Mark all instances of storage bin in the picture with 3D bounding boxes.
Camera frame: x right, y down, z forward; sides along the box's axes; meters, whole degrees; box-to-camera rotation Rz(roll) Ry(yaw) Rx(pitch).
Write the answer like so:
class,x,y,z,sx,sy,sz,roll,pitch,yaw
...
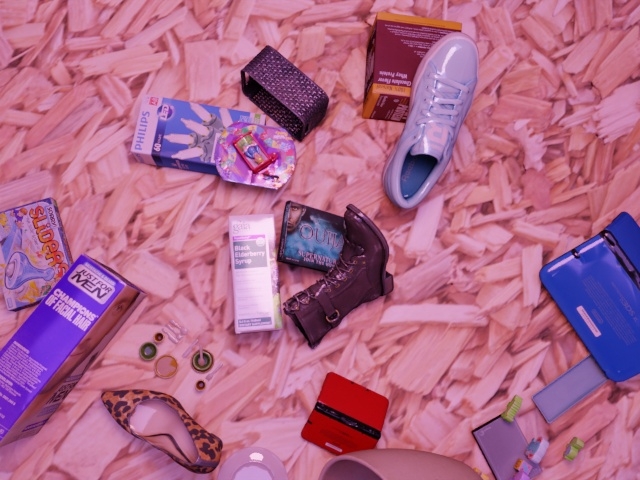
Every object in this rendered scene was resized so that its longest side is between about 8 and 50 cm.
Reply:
class,x,y,z,sx,sy,sz,roll,pitch,yaw
storage bin,-0.078,-0.317,1.192,0.180,0.122,0.084,42,78,3

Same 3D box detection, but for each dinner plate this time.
class,x,y,z,sx,sy,sz,roll,pitch,yaw
dinner plate,-0.134,0.479,1.076,0.141,0.017,0.141,1,80,-6

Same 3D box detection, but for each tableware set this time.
class,x,y,z,sx,sy,sz,roll,pitch,yaw
tableware set,-0.283,0.240,1.105,0.154,0.024,0.104,41,78,3

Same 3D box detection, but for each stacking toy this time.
class,x,y,z,sx,sy,sz,roll,pitch,yaw
stacking toy,0.413,0.450,1.097,0.167,0.052,0.221,34,76,1

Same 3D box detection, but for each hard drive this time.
class,x,y,z,sx,sy,sz,roll,pitch,yaw
hard drive,0.385,0.435,1.136,0.094,0.022,0.135,-25,82,-10

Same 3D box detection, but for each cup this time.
class,x,y,z,sx,sy,sz,roll,pitch,yaw
cup,0.178,0.513,0.977,0.237,0.331,0.330,-8,78,-35

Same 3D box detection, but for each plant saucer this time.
class,x,y,z,sx,sy,sz,roll,pitch,yaw
plant saucer,0.542,0.311,1.182,0.192,0.018,0.067,-31,83,-10

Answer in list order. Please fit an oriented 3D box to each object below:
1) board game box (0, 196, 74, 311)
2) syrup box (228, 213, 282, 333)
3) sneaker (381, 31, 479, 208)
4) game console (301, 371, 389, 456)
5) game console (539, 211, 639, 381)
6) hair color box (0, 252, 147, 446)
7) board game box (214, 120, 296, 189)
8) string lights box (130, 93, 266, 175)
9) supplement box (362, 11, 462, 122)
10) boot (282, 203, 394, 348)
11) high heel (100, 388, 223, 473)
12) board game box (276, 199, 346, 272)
class,x,y,z,sx,sy,sz,roll,pitch,yaw
board game box,-0.582,0.027,1.111,0.136,0.035,0.201,-19,81,-9
syrup box,-0.134,0.068,1.120,0.093,0.096,0.236,-4,80,-7
sneaker,0.234,-0.224,1.103,0.135,0.150,0.365,12,115,-10
game console,0.051,0.363,1.121,0.144,0.085,0.124,26,108,0
game console,0.667,0.118,1.221,0.250,0.173,0.293,-34,82,16
hair color box,-0.482,0.198,1.011,0.110,0.185,0.338,34,78,1
board game box,-0.132,-0.181,1.125,0.169,0.033,0.133,10,80,-5
string lights box,-0.255,-0.217,1.175,0.260,0.077,0.133,9,79,-4
supplement box,0.201,-0.379,1.231,0.192,0.129,0.193,5,77,-5
boot,0.026,0.080,1.083,0.229,0.091,0.262,-31,126,-15
high heel,-0.297,0.337,1.000,0.261,0.186,0.093,25,77,-1
board game box,0.000,0.000,1.137,0.186,0.026,0.126,15,75,-35
